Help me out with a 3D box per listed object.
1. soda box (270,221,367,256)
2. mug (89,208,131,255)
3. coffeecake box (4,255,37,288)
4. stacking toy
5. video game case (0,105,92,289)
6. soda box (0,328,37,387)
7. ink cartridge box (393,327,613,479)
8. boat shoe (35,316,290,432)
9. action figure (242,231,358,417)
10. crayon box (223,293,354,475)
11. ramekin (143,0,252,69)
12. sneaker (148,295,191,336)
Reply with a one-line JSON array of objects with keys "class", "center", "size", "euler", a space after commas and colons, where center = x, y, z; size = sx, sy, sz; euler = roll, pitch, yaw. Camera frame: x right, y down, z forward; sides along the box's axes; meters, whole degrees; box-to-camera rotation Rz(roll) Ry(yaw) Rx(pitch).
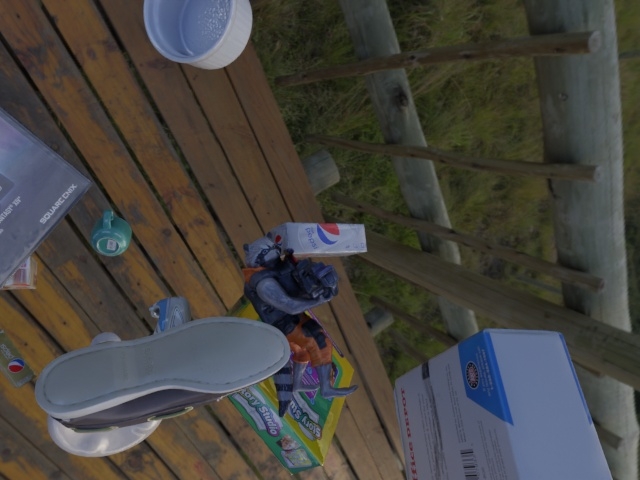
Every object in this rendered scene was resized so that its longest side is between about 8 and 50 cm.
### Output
[{"class": "soda box", "center": [0.000, 0.000, 1.255], "size": [0.286, 0.098, 0.091], "euler": [0, 80, -35]}, {"class": "mug", "center": [-0.753, -0.018, 1.487], "size": [0.129, 0.097, 0.157], "euler": [-27, 129, 5]}, {"class": "coffeecake box", "center": [-0.708, 0.068, 0.875], "size": [0.186, 0.142, 0.068], "euler": [0, 80, -28]}, {"class": "stacking toy", "center": [-0.764, 0.474, 1.510], "size": [0.351, 0.480, 0.350], "euler": [-13, 119, -24]}, {"class": "video game case", "center": [-0.341, -0.057, 0.308], "size": [0.196, 0.026, 0.274], "euler": [-59, 145, -20]}, {"class": "soda box", "center": [-0.952, 0.361, 1.281], "size": [0.058, 0.061, 0.181], "euler": [-40, 108, -47]}, {"class": "ink cartridge box", "center": [0.305, 0.367, 0.805], "size": [0.166, 0.395, 0.285], "euler": [4, 60, -13]}, {"class": "boat shoe", "center": [-0.206, 0.193, 0.600], "size": [0.324, 0.116, 0.096], "euler": [-8, 139, -20]}, {"class": "action figure", "center": [-0.056, 0.139, 0.778], "size": [0.179, 0.341, 0.330], "euler": [-23, 83, -13]}, {"class": "crayon box", "center": [-0.088, 0.296, 1.013], "size": [0.106, 0.313, 0.363], "euler": [-30, 101, 28]}, {"class": "ramekin", "center": [-0.320, -0.604, 1.132], "size": [0.135, 0.277, 0.277], "euler": [-15, 119, -69]}, {"class": "sneaker", "center": [-0.279, 0.211, 0.800], "size": [0.086, 0.237, 0.085], "euler": [-18, 138, -10]}]
